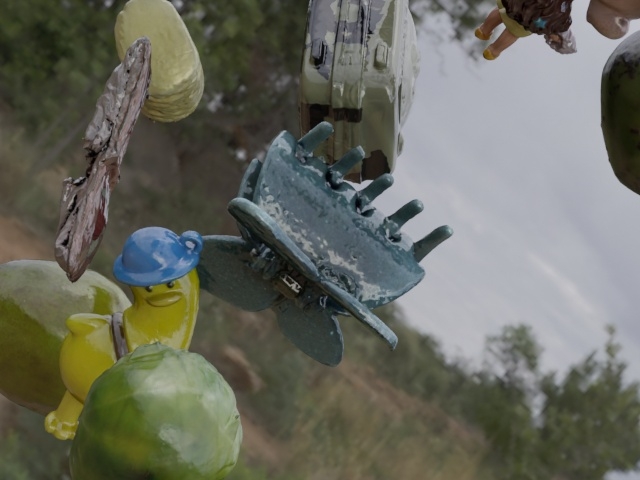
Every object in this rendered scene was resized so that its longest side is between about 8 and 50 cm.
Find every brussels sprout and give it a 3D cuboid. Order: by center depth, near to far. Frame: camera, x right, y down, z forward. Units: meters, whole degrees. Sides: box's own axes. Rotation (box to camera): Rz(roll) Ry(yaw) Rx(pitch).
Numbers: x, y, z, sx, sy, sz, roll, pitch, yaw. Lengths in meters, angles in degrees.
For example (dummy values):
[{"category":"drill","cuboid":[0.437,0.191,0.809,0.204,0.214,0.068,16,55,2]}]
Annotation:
[{"category":"brussels sprout","cuboid":[-0.145,0.179,1.120,0.149,0.152,0.122,13,27,-4]}]

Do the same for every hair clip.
[{"category":"hair clip","cuboid":[0.000,0.000,1.868,0.318,0.238,0.392,39,-24,-8]}]

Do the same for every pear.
[{"category":"pear","cuboid":[-0.431,0.156,2.063,0.321,0.269,0.269,29,-1,-2]}]

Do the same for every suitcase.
[{"category":"suitcase","cuboid":[0.069,-0.274,2.110,0.193,0.352,0.339,4,-34,4]}]

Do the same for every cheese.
[{"category":"cheese","cuboid":[-0.190,-0.213,1.514,0.167,0.093,0.123,110,-37,-80]}]

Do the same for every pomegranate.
[{"category":"pomegranate","cuboid":[0.566,-0.204,1.914,0.285,0.285,0.340,41,24,9]}]

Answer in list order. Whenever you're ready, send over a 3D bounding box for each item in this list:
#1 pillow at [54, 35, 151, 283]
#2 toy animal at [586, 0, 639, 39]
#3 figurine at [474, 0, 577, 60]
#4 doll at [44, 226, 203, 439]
[{"category":"pillow","cuboid":[-0.221,-0.080,1.281,0.049,0.248,0.135,19,-9,-2]},{"category":"toy animal","cuboid":[0.300,-0.193,0.937,0.212,0.124,0.124,31,-8,41]},{"category":"figurine","cuboid":[0.310,-0.351,1.842,0.175,0.115,0.240,65,-24,14]},{"category":"doll","cuboid":[-0.253,0.133,1.744,0.199,0.363,0.145,22,24,-24]}]
